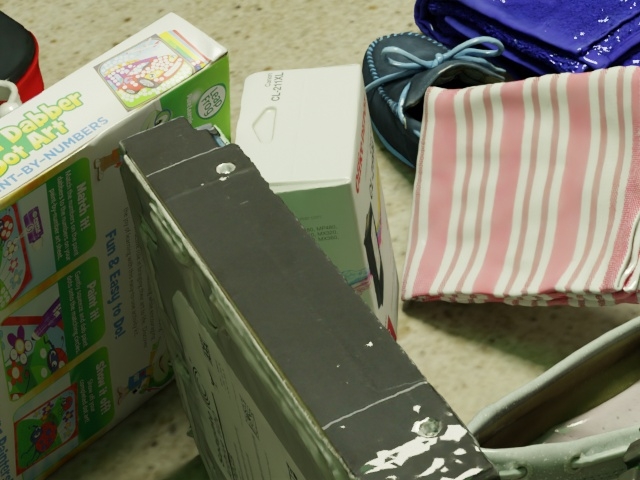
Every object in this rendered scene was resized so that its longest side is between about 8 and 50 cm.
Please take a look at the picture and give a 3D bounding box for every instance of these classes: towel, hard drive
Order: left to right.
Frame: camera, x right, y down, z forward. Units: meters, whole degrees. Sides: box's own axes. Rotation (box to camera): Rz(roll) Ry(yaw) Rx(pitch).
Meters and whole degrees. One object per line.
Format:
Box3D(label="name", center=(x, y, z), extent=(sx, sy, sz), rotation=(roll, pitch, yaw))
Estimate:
Box3D(label="hard drive", center=(-0.002, 0.111, 0.992), extent=(0.064, 0.237, 0.339), rotation=(-21, 39, -14))
Box3D(label="towel", center=(0.125, -0.032, 1.200), extent=(0.197, 0.029, 0.144), rotation=(-2, 78, 46))
Box3D(label="towel", center=(0.249, -0.208, 1.479), extent=(0.308, 0.076, 0.228), rotation=(-30, 41, -23))

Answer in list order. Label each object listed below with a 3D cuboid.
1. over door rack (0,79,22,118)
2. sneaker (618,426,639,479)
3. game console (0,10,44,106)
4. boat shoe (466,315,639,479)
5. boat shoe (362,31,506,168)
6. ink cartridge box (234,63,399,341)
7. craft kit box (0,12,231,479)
Box3D(label="over door rack", center=(-0.337, -0.028, 1.263), extent=(0.324, 0.239, 0.108), rotation=(-23, 33, -16))
Box3D(label="sneaker", center=(0.221, 0.174, 0.941), extent=(0.134, 0.146, 0.343), rotation=(-24, 31, 44))
Box3D(label="game console", center=(-0.435, -0.122, 1.558), extent=(0.342, 0.060, 0.386), rotation=(-30, 40, -24))
Box3D(label="boat shoe", center=(0.205, 0.077, 1.093), extent=(0.320, 0.103, 0.118), rotation=(-28, 40, -21))
Box3D(label="boat shoe", center=(0.103, -0.090, 1.350), extent=(0.109, 0.089, 0.258), rotation=(-23, 39, -16))
Box3D(label="ink cartridge box", center=(0.000, 0.000, 1.187), extent=(0.072, 0.175, 0.127), rotation=(-5, 38, 8))
Box3D(label="craft kit box", center=(-0.153, 0.028, 1.126), extent=(0.247, 0.250, 0.061), rotation=(-33, 56, -29))
